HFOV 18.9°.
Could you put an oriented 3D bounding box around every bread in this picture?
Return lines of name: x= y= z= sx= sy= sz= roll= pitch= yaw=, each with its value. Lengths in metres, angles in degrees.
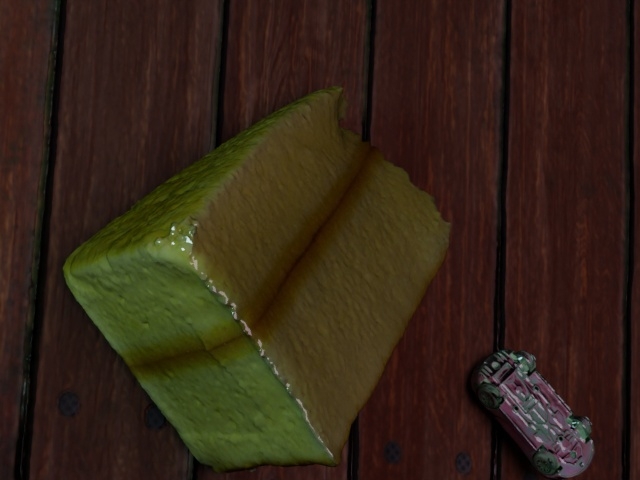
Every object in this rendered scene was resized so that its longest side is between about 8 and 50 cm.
bread: x=0.000 y=0.000 z=1.635 sx=0.362 sy=0.245 sz=0.233 roll=-42 pitch=103 yaw=-30

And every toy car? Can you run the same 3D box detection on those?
toy car: x=0.201 y=0.169 z=1.845 sx=0.142 sy=0.055 sz=0.069 roll=50 pitch=55 yaw=1
